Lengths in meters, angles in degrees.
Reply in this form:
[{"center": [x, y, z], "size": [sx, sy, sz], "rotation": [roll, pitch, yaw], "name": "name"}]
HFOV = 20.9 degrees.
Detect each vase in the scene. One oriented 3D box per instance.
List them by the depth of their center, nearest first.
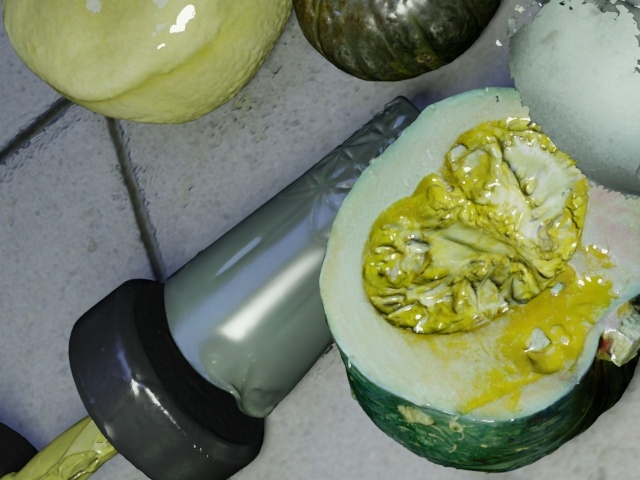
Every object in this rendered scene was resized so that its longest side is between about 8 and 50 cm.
[{"center": [0.000, 0.000, 1.616], "size": [0.301, 0.156, 0.251], "rotation": [-44, 21, 6], "name": "vase"}]

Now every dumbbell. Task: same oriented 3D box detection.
[{"center": [-0.232, 0.202, 1.646], "size": [0.322, 0.204, 0.204], "rotation": [-36, 49, 20], "name": "dumbbell"}]

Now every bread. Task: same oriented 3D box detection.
[{"center": [-0.173, -0.272, 1.835], "size": [0.320, 0.237, 0.320], "rotation": [-12, 73, 44], "name": "bread"}]

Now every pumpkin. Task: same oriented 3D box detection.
[{"center": [0.147, 0.055, 1.412], "size": [0.263, 0.197, 0.293], "rotation": [34, 70, 26], "name": "pumpkin"}, {"center": [0.074, -0.261, 1.668], "size": [0.223, 0.157, 0.224], "rotation": [-15, 53, 22], "name": "pumpkin"}]

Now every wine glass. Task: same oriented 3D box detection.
[{"center": [0.308, -0.190, 1.339], "size": [0.357, 0.190, 0.190], "rotation": [-38, 40, -24], "name": "wine glass"}]
